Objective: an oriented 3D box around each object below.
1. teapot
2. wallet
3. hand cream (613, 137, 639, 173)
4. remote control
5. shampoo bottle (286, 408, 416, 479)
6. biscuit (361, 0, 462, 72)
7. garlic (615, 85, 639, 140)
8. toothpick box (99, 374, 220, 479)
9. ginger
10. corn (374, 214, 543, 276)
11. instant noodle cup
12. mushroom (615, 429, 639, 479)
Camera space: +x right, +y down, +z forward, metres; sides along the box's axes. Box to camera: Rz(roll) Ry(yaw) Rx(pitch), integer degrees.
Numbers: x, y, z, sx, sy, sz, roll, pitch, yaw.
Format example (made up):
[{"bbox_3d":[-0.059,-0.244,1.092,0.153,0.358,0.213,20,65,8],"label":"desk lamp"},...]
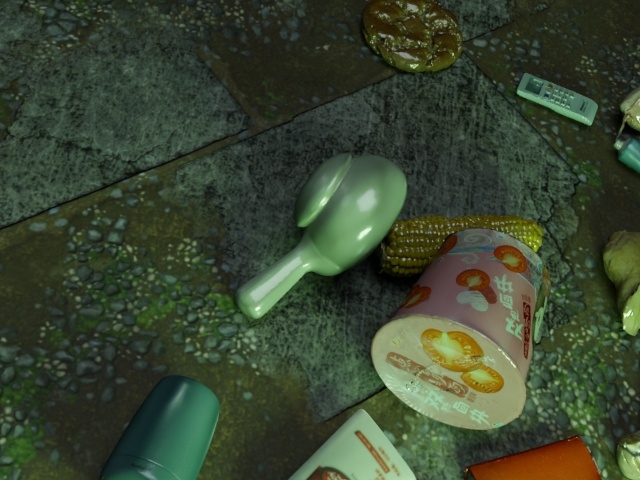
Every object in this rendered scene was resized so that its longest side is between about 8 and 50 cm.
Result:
[{"bbox_3d":[0.012,-0.012,1.644,0.149,0.220,0.318,36,52,-5],"label":"teapot"},{"bbox_3d":[0.328,0.381,1.556,0.204,0.045,0.142,-10,61,-22],"label":"wallet"},{"bbox_3d":[0.667,-0.129,2.022,0.224,0.048,0.083,33,53,2],"label":"hand cream"},{"bbox_3d":[0.471,-0.280,2.077,0.162,0.029,0.061,24,50,7],"label":"remote control"},{"bbox_3d":[-0.008,0.363,1.453,0.284,0.071,0.153,-25,64,-31],"label":"shampoo bottle"},{"bbox_3d":[0.186,-0.423,2.087,0.225,0.042,0.226,8,53,-11],"label":"biscuit"},{"bbox_3d":[0.669,-0.254,2.085,0.198,0.090,0.129,2,70,-19],"label":"garlic"},{"bbox_3d":[-0.213,0.278,1.425,0.120,0.120,0.184,23,50,0],"label":"toothpick box"},{"bbox_3d":[0.538,0.067,1.820,0.122,0.115,0.193,20,57,25],"label":"ginger"},{"bbox_3d":[0.234,0.005,1.766,0.312,0.102,0.102,-3,56,-22],"label":"corn"},{"bbox_3d":[0.231,0.125,1.589,0.243,0.243,0.231,29,51,5],"label":"instant noodle cup"},{"bbox_3d":[0.544,0.296,1.659,0.092,0.081,0.223,48,57,-4],"label":"mushroom"}]
